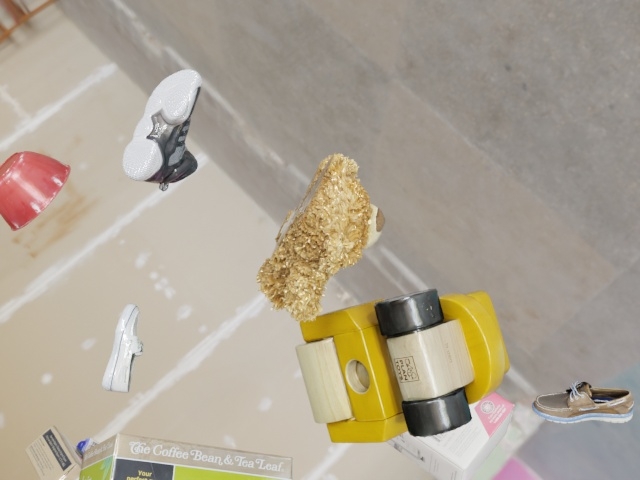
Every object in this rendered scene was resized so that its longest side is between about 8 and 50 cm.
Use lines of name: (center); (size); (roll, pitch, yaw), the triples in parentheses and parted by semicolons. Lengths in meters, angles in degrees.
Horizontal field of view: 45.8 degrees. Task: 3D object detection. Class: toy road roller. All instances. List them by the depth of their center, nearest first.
toy road roller: (0.142, 0.183, 1.186); (0.329, 0.240, 0.203); (-20, 84, 49)

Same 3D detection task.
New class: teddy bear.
teddy bear: (0.000, 0.000, 1.105); (0.113, 0.245, 0.338); (26, 141, -9)

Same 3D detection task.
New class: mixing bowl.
mixing bowl: (-0.622, -0.121, 1.584); (0.098, 0.181, 0.181); (46, 168, -31)

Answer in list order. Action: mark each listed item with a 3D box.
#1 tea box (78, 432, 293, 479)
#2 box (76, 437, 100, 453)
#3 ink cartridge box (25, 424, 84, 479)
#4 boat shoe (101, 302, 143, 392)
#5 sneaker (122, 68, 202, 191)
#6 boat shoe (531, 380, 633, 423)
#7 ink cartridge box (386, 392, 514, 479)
tea box: (-0.243, 0.523, 1.291); (0.328, 0.324, 0.220); (17, 151, -26)
box: (-0.557, 0.555, 1.898); (0.028, 0.081, 0.136); (-18, 132, 37)
ink cartridge box: (-0.545, 0.556, 1.726); (0.193, 0.088, 0.235); (24, 151, 51)
boat shoe: (-0.486, 0.276, 1.929); (0.075, 0.226, 0.083); (14, 174, 3)
sneaker: (-0.320, -0.236, 1.667); (0.101, 0.269, 0.153); (28, 177, 27)
boat shoe: (0.492, 0.298, 1.426); (0.066, 0.183, 0.066); (-81, -13, -61)
ink cartridge box: (0.249, 0.380, 1.675); (0.283, 0.207, 0.117); (31, 144, 28)
